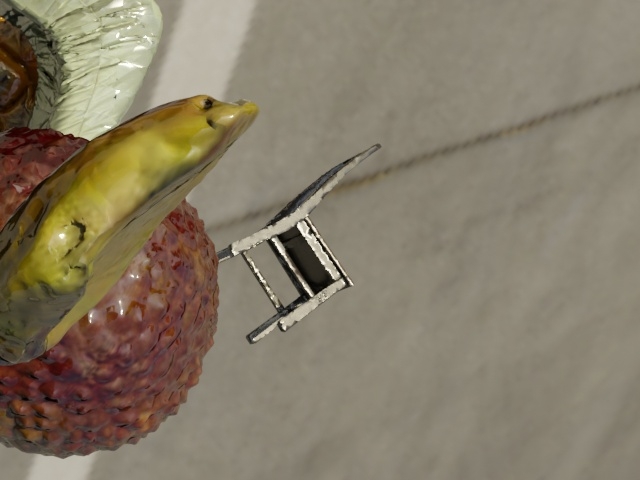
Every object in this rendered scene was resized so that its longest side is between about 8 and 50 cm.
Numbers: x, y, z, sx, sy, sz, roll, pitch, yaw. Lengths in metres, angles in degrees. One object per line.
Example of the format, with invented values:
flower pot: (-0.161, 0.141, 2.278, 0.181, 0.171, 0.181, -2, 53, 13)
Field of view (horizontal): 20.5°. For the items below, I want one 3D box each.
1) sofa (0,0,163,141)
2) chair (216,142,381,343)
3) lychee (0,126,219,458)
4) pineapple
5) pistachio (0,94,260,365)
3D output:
sofa: (-0.268, -0.178, 1.525, 0.176, 0.225, 0.210, -59, -162, -2)
chair: (0.000, 0.000, 1.718, 0.212, 0.101, 0.084, -35, -175, -30)
lychee: (-0.206, 0.039, 1.369, 0.260, 0.260, 0.260, -33, 152, -20)
pineapple: (-0.296, -0.152, 1.769, 0.186, 0.114, 0.236, 143, -38, -85)
pistachio: (-0.096, -0.010, 0.733, 0.173, 0.049, 0.089, -47, 180, 28)
